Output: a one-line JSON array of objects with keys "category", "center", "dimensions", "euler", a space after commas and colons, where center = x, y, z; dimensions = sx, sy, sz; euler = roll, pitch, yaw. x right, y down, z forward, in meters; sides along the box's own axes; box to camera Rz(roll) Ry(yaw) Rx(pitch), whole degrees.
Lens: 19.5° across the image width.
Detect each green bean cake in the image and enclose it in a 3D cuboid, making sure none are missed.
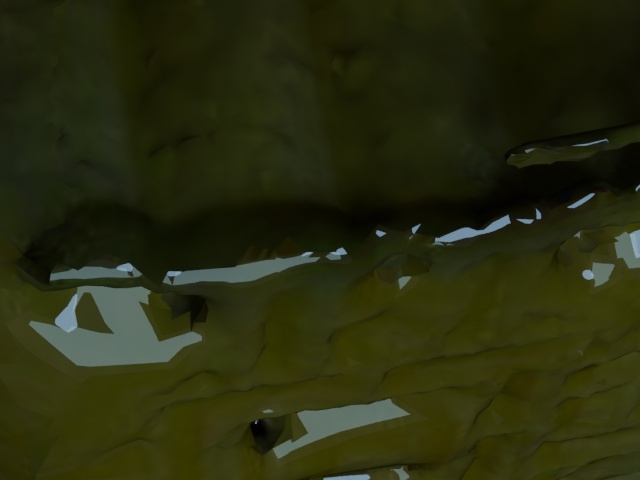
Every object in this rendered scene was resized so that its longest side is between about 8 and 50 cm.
[{"category": "green bean cake", "center": [0.000, 0.000, 0.464], "dimensions": [0.229, 0.131, 0.224], "euler": [-7, 151, -12]}]
